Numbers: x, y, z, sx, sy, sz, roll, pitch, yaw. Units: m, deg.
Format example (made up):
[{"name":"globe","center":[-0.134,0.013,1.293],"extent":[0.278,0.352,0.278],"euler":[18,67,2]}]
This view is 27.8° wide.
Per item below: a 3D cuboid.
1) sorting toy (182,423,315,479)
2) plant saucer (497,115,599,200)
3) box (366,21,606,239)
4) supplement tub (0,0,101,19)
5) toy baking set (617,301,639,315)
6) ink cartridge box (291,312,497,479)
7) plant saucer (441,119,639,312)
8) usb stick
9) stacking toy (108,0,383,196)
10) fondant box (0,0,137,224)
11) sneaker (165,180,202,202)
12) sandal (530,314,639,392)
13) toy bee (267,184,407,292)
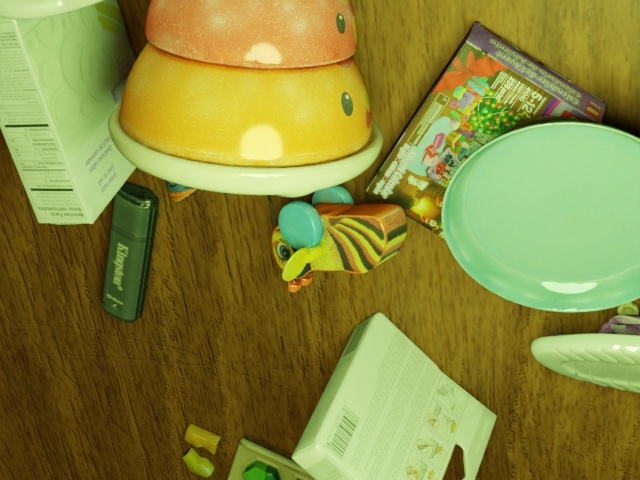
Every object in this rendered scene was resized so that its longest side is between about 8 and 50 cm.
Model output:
[{"name":"sorting toy","center":[-0.116,0.452,2.330],"extent":[0.307,0.041,0.229],"euler":[23,132,6]},{"name":"plant saucer","center":[0.295,-0.084,1.654],"extent":[0.168,0.029,0.168],"euler":[6,133,6]},{"name":"box","center":[0.213,-0.122,1.717],"extent":[0.201,0.057,0.293],"euler":[31,132,-3]},{"name":"supplement tub","center":[-0.343,-0.456,1.522],"extent":[0.241,0.241,0.331],"euler":[-26,84,37]},{"name":"toy baking set","center":[0.388,0.025,1.772],"extent":[0.256,0.030,0.197],"euler":[19,131,10]},{"name":"ink cartridge box","center":[0.117,0.291,1.925],"extent":[0.261,0.296,0.066],"euler":[42,132,-11]},{"name":"plant saucer","center":[0.314,-0.034,1.646],"extent":[0.317,0.044,0.318],"euler":[7,134,7]},{"name":"usb stick","center":[-0.308,0.023,2.077],"extent":[0.077,0.045,0.278],"euler":[21,132,7]},{"name":"stacking toy","center":[-0.080,-0.320,1.573],"extent":[0.350,0.350,0.480],"euler":[12,115,16]},{"name":"fondant box","center":[-0.349,-0.222,1.773],"extent":[0.096,0.238,0.330],"euler":[2,126,22]},{"name":"sneaker","center":[-0.179,-0.120,1.859],"extent":[0.087,0.083,0.221],"euler":[53,145,-10]},{"name":"sandal","center":[0.495,0.142,1.768],"extent":[0.416,0.102,0.169],"euler":[-1,151,33]},{"name":"toy bee","center":[0.000,0.000,1.843],"extent":[0.298,0.195,0.162],"euler":[33,134,54]}]
